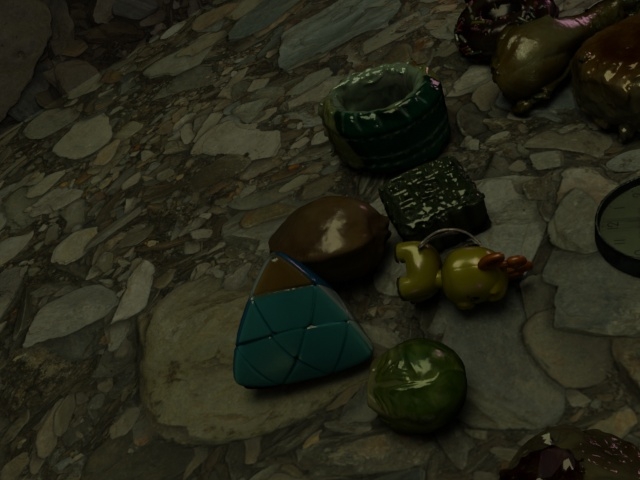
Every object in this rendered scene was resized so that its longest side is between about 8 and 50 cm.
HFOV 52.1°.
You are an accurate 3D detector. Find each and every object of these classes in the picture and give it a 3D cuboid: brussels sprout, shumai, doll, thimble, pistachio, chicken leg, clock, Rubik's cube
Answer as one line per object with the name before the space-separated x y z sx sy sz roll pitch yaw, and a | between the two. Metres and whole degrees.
brussels sprout | 0.142 0.210 0.971 0.155 0.117 0.155 -9 46 9
shumai | 0.298 0.292 0.785 0.201 0.120 0.201 -19 38 16
doll | 0.238 0.049 1.092 0.221 0.143 0.135 -10 70 31
thimble | 0.142 -0.275 1.471 0.288 0.167 0.254 -5 43 26
pistachio | 0.000 0.000 1.255 0.261 0.162 0.213 -6 8 41
chicken leg | 0.552 -0.449 1.457 0.429 0.152 0.201 -29 50 -13
clock | 0.553 -0.029 1.049 0.215 0.042 0.215 -17 40 15
Rubik's cube | -0.022 0.124 1.088 0.255 0.254 0.254 -17 40 14

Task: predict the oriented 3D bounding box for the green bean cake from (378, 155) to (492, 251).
green bean cake | 0.214 -0.072 1.259 0.173 0.094 0.181 -23 40 5

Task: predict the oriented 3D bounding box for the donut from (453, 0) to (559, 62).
donut | 0.461 -0.551 1.639 0.270 0.103 0.269 -17 41 16

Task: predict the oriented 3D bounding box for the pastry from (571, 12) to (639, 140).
pastry | 0.641 -0.345 1.272 0.330 0.136 0.329 -18 38 14

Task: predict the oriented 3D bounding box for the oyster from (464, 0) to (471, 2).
oyster | 0.540 -0.746 1.791 0.221 0.096 0.361 -1 32 45
